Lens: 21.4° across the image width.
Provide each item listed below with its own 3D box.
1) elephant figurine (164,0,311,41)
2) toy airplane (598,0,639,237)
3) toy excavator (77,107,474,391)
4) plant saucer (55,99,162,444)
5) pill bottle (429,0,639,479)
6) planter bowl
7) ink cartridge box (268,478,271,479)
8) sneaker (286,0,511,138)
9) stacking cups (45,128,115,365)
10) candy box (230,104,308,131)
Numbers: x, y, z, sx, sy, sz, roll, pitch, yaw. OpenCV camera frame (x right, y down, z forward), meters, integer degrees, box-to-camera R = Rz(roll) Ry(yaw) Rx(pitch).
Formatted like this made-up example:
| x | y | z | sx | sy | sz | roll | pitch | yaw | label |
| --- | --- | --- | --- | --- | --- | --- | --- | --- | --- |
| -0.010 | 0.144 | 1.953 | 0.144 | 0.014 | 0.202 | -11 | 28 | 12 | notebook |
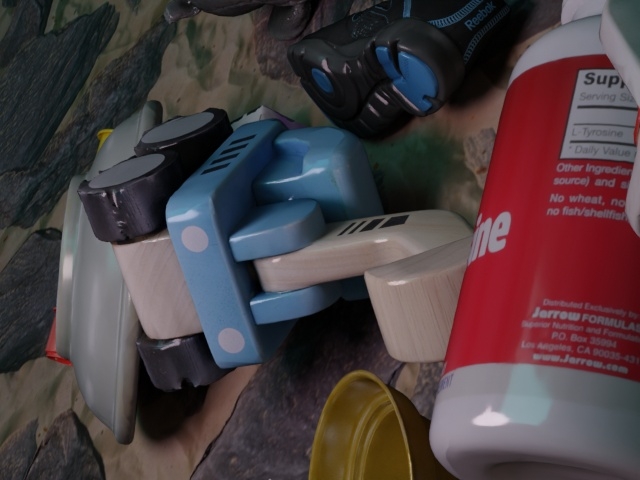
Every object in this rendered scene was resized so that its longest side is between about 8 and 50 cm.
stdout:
| x | y | z | sx | sy | sz | roll | pitch | yaw | label |
| --- | --- | --- | --- | --- | --- | --- | --- | --- | --- |
| -0.060 | -0.333 | 2.077 | 0.239 | 0.169 | 0.186 | 35 | 128 | 47 | elephant figurine |
| 0.359 | -0.083 | 1.002 | 0.384 | 0.272 | 0.386 | 14 | 64 | 30 | toy airplane |
| 0.000 | 0.000 | 1.598 | 0.445 | 0.222 | 0.433 | -12 | 19 | 21 | toy excavator |
| -0.247 | 0.033 | 1.961 | 0.400 | 0.100 | 0.401 | -175 | 90 | -85 | plant saucer |
| 0.228 | -0.013 | 1.217 | 0.229 | 0.229 | 0.408 | -16 | 55 | 56 | pill bottle |
| 0.070 | 0.219 | 1.429 | 0.217 | 0.090 | 0.217 | -176 | 90 | -67 | planter bowl |
| -0.020 | 0.304 | 1.430 | 0.104 | 0.061 | 0.181 | -136 | 54 | -61 | ink cartridge box |
| 0.081 | -0.194 | 1.778 | 0.139 | 0.125 | 0.341 | -43 | 19 | -18 | sneaker |
| -0.303 | 0.010 | 2.264 | 0.096 | 0.096 | 0.316 | -7 | 62 | 59 | stacking cups |
| -0.108 | -0.052 | 2.004 | 0.196 | 0.070 | 0.165 | -20 | 51 | 54 | candy box |
